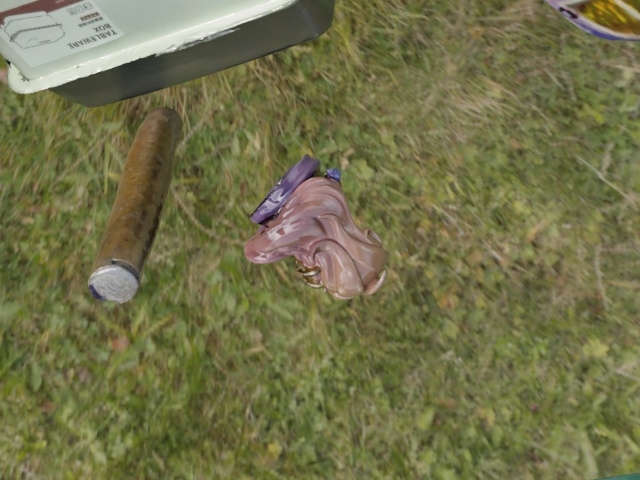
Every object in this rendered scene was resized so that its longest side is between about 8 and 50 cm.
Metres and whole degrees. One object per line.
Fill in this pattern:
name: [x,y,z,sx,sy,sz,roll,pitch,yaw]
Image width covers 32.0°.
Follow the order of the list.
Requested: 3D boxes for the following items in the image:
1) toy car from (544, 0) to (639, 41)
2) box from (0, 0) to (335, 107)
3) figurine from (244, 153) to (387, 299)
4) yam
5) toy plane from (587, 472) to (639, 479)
toy car: [0.164,-0.169,0.429,0.158,0.235,0.172,46,78,-20]
box: [-0.125,-0.236,0.867,0.291,0.220,0.166,-12,148,25]
figurine: [-0.005,-0.003,1.112,0.126,0.114,0.157,-43,75,10]
yam: [-0.158,-0.040,0.987,0.046,0.264,0.046,2,126,2]
toy plane: [0.107,0.110,0.344,0.382,0.155,0.106,-14,107,-5]
